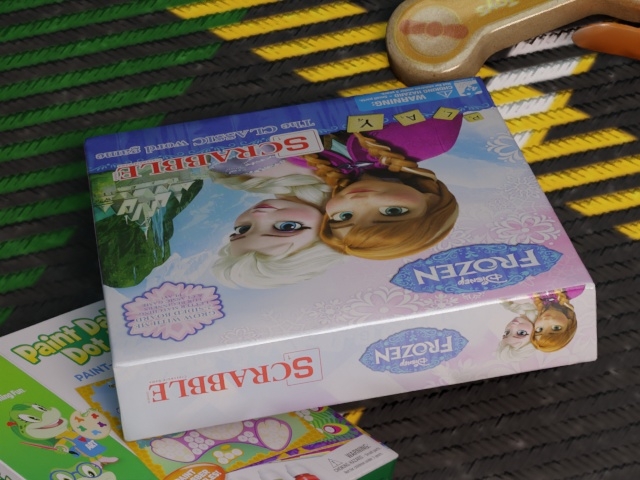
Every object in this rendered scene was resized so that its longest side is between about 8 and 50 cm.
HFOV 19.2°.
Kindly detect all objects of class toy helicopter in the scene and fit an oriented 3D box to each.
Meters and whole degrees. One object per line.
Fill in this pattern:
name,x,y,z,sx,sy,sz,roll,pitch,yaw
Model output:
toy helicopter,0.225,-0.201,1.531,0.355,0.140,0.235,-24,70,-1

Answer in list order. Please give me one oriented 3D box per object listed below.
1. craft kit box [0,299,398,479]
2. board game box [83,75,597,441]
craft kit box,-0.117,0.137,1.264,0.246,0.061,0.250,29,29,28
board game box,0.000,0.000,1.346,0.318,0.066,0.318,-10,32,-6
